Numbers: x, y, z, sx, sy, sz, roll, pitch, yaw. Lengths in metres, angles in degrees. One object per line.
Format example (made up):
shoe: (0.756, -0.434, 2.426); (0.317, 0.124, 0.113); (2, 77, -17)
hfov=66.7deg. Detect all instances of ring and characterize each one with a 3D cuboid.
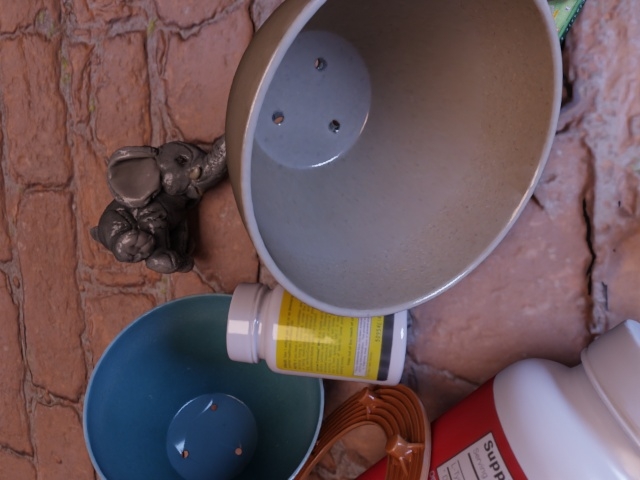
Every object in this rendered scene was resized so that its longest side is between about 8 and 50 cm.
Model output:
ring: (-0.002, 0.300, 0.552); (0.032, 0.336, 0.336); (39, 115, -8)

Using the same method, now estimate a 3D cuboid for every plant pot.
plant pot: (-0.154, 0.247, 0.680); (0.290, 0.290, 0.195); (39, 145, 19)

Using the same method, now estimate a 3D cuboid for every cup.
cup: (0.036, -0.121, 0.512); (0.237, 0.331, 0.331); (43, 118, 51)

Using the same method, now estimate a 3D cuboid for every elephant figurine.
elephant figurine: (-0.235, -0.082, 0.747); (0.169, 0.186, 0.239); (27, 101, 68)

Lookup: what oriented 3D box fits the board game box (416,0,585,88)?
board game box: (0.222, -0.283, 0.527); (0.136, 0.030, 0.259); (33, 110, 19)

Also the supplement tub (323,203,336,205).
supplement tub: (0.000, 0.000, 0.657); (0.071, 0.071, 0.107); (10, 100, 27)

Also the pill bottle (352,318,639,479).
pill bottle: (0.201, 0.270, 0.490); (0.229, 0.229, 0.407); (49, 115, 15)

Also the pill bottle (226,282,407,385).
pill bottle: (-0.003, 0.110, 0.606); (0.209, 0.119, 0.119); (5, 99, 4)
